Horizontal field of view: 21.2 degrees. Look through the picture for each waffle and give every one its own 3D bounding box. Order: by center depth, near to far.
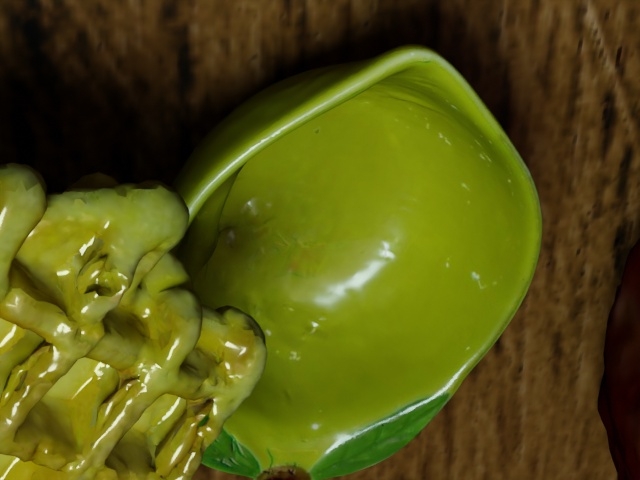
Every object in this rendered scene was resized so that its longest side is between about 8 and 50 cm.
[{"bbox_3d":[-0.158,0.100,0.548,0.309,0.065,0.283,-19,128,-24],"label":"waffle"}]

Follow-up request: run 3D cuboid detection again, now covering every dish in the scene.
[{"bbox_3d":[0.000,0.000,0.659,0.149,0.080,0.207,6,124,-22],"label":"dish"}]

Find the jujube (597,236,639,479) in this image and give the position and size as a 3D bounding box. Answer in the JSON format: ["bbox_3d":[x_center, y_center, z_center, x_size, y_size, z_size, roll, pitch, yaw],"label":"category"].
[{"bbox_3d":[0.295,0.105,0.734,0.377,0.258,0.258,14,122,-22],"label":"jujube"}]
